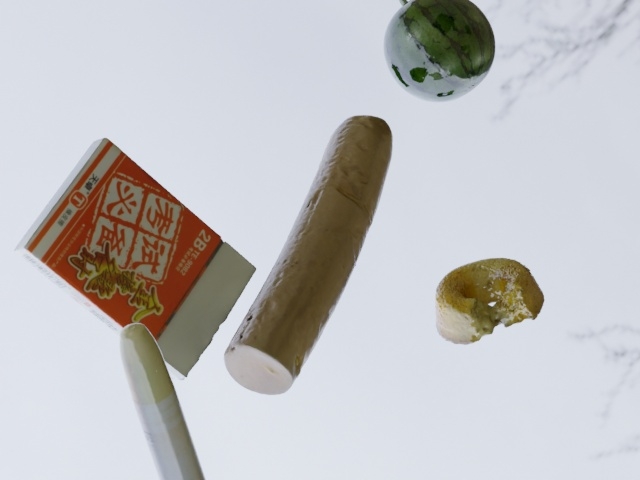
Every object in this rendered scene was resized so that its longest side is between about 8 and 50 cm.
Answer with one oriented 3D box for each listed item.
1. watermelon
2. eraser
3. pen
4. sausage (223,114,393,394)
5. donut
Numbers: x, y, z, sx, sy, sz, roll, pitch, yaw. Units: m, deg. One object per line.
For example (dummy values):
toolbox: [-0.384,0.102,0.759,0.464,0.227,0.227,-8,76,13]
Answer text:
watermelon: [0.102,-0.175,1.263,0.109,0.109,0.109,36,-154,-21]
eraser: [-0.195,0.021,1.547,0.230,0.038,0.157,42,-117,-20]
pen: [-0.094,0.152,0.975,0.032,0.040,0.233,-67,-29,-51]
sausage: [0.002,0.000,1.133,0.066,0.066,0.301,39,-136,-16]
donut: [0.156,0.052,1.370,0.097,0.108,0.043,-129,18,-59]
